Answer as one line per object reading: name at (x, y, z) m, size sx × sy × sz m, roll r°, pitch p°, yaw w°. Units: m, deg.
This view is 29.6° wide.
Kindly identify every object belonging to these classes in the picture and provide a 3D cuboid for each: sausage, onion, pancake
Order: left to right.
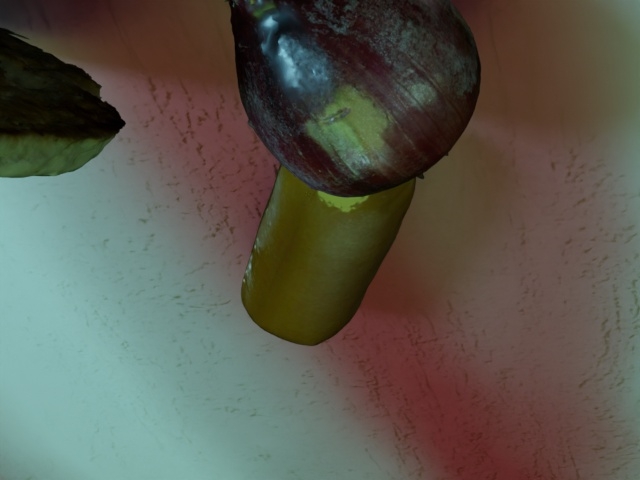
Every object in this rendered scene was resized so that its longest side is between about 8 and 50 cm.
pancake at (-0.293, -0.114, 0.726) m, size 0.356 × 0.356 × 0.065 m, roll 16°, pitch 107°, yaw -12°
sausage at (0.001, 0.000, 0.984) m, size 0.105 × 0.105 × 0.274 m, roll 13°, pitch 146°, yaw -7°
onion at (0.008, -0.120, 0.756) m, size 0.159 × 0.159 × 0.195 m, roll -21°, pitch 134°, yaw 36°
